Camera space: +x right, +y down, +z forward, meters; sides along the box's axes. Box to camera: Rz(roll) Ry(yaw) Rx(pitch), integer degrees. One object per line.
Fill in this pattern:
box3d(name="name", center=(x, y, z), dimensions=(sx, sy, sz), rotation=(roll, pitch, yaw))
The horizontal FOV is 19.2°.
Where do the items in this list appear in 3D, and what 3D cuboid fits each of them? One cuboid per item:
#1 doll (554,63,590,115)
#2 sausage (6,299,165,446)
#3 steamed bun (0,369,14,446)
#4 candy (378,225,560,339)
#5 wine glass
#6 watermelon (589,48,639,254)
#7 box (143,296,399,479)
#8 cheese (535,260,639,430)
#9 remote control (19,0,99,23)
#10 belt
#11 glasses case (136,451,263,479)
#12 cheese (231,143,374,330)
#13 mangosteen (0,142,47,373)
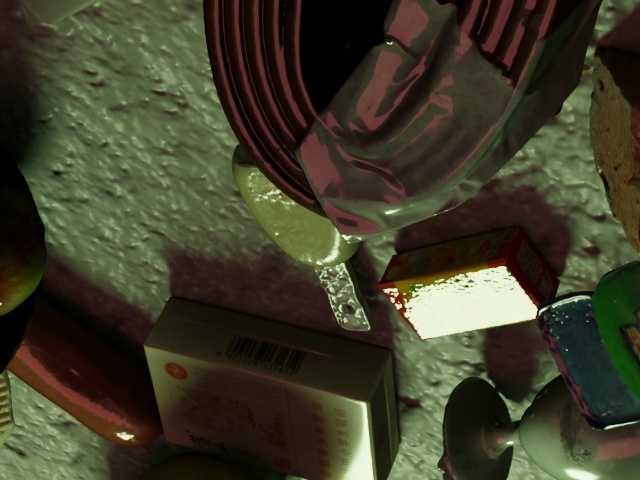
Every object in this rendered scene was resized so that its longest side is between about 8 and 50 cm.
box3d(name="doll", center=(0.109, -0.102, 1.208), dimensions=(0.113, 0.077, 0.078), rotation=(10, 130, 20))
box3d(name="sausage", center=(-0.214, 0.110, 1.642), dimensions=(0.194, 0.077, 0.077), rotation=(36, 141, -9))
box3d(name="steamed bun", center=(-0.382, 0.114, 1.683), dimensions=(0.152, 0.170, 0.239), rotation=(29, 147, 37))
box3d(name="candy", center=(0.109, 0.032, 1.392), dimensions=(0.122, 0.038, 0.062), rotation=(-14, 127, 40))
box3d(name="wine glass", center=(0.200, 0.140, 1.409), dimensions=(0.222, 0.103, 0.103), rotation=(-11, 128, 38))
box3d(name="watermelon", center=(0.267, -0.024, 1.192), dimensions=(0.256, 0.140, 0.193), rotation=(28, 135, 11))
box3d(name="box", center=(-0.038, 0.131, 1.575), dimensions=(0.201, 0.058, 0.141), rotation=(12, 139, 18))
box3d(name="cheese", center=(0.256, 0.047, 1.108), dimensions=(0.320, 0.083, 0.204), rotation=(-21, 98, 46))
box3d(name="remote control", center=(-0.126, -0.205, 1.265), dimensions=(0.261, 0.029, 0.067), rotation=(-18, 124, 42))
box3d(name="belt", center=(0.056, -0.164, 1.075), dimensions=(0.217, 0.122, 0.339), rotation=(25, 126, 13))
box3d(name="glasses case", center=(-0.128, 0.290, 1.701), dimensions=(0.141, 0.173, 0.371), rotation=(32, 154, -10))
box3d(name="cheese", center=(0.000, 0.000, 1.419), dimensions=(0.097, 0.037, 0.192), rotation=(4, 136, 28))
box3d(name="mangosteen", center=(-0.337, 0.027, 1.441), dimensions=(0.287, 0.287, 0.233), rotation=(21, 123, 8))
